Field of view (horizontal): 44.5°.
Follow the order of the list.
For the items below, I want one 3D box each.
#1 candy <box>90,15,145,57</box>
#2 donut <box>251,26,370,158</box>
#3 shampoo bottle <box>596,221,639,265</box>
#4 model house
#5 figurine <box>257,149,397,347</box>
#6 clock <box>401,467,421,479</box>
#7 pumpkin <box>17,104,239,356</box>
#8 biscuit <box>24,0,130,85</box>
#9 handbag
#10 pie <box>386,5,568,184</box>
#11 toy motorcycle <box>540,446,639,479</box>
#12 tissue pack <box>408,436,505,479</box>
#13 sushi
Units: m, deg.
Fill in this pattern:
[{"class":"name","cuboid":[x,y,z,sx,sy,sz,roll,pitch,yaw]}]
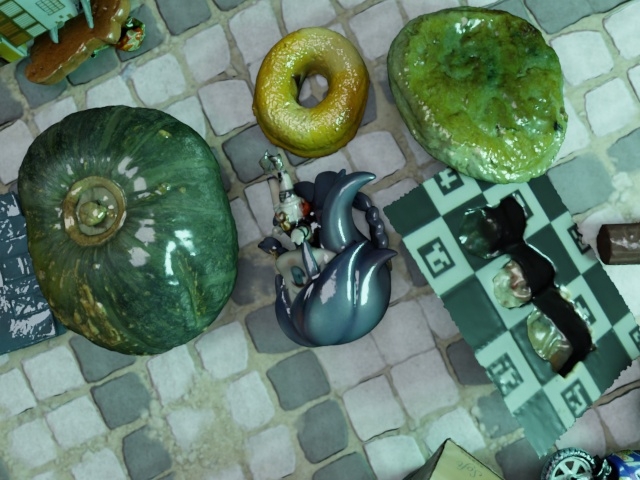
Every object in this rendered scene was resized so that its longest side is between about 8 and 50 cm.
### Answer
[{"class":"candy","cuboid":[-0.346,-0.285,1.184,0.184,0.049,0.056,-22,49,11]},{"class":"donut","cuboid":[-0.013,-0.219,1.135,0.174,0.074,0.190,34,90,5]},{"class":"shampoo bottle","cuboid":[0.514,0.002,1.091,0.236,0.067,0.068,-4,81,3]},{"class":"model house","cuboid":[-0.437,-0.391,1.084,0.215,0.198,0.224,-21,64,11]},{"class":"figurine","cuboid":[0.005,0.013,1.081,0.196,0.175,0.265,3,96,0]},{"class":"clock","cuboid":[0.191,0.429,1.108,0.225,0.049,0.226,0,88,5]},{"class":"pumpkin","cuboid":[-0.257,-0.009,1.053,0.291,0.257,0.328,-4,87,18]},{"class":"biscuit","cuboid":[-0.351,-0.350,1.164,0.183,0.043,0.280,29,84,24]},{"class":"handbag","cuboid":[-0.483,0.056,1.168,0.179,0.062,0.229,-20,86,0]},{"class":"pie","cuboid":[0.221,-0.207,1.070,0.276,0.078,0.277,6,65,-13]},{"class":"toy motorcycle","cuboid":[0.431,0.396,1.064,0.168,0.113,0.315,-33,95,-7]},{"class":"tissue pack","cuboid":[0.197,0.444,0.948,0.305,0.238,0.239,37,91,5]},{"class":"sushi","cuboid":[0.254,0.067,1.088,0.296,0.100,0.373,-31,88,-34]}]
